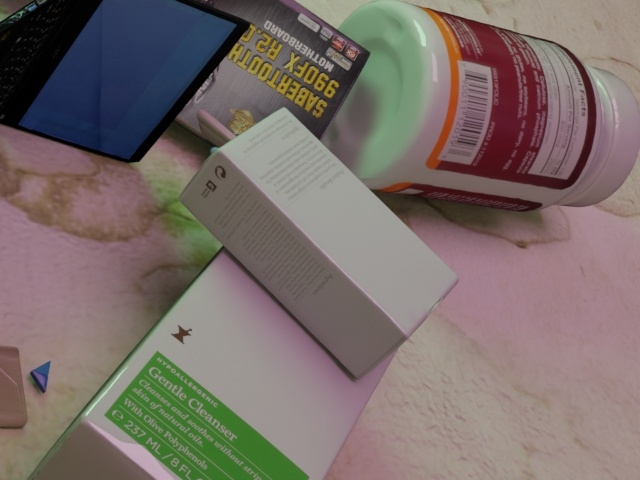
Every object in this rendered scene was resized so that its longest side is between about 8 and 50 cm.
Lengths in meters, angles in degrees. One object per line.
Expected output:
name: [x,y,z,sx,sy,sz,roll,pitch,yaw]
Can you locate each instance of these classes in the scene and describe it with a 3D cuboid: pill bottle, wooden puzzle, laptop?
pill bottle: [0.204,-0.154,1.537,0.392,0.224,0.224,7,54,-38]
wooden puzzle: [-0.285,0.123,1.045,0.116,0.014,0.079,15,54,-32]
laptop: [-0.228,-0.119,1.122,0.136,0.234,0.264,42,39,-4]

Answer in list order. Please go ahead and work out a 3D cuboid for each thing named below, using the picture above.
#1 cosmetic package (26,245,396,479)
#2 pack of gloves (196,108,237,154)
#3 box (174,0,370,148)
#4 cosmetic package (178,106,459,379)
cosmetic package: [-0.077,0.139,1.105,0.197,0.155,0.365,39,41,-4]
pack of gloves: [-0.020,-0.049,1.279,0.232,0.195,0.046,39,82,5]
box: [-0.087,-0.192,1.365,0.231,0.056,0.183,33,82,-17]
cosmetic package: [0.000,0.000,1.106,0.231,0.085,0.117,46,40,4]
